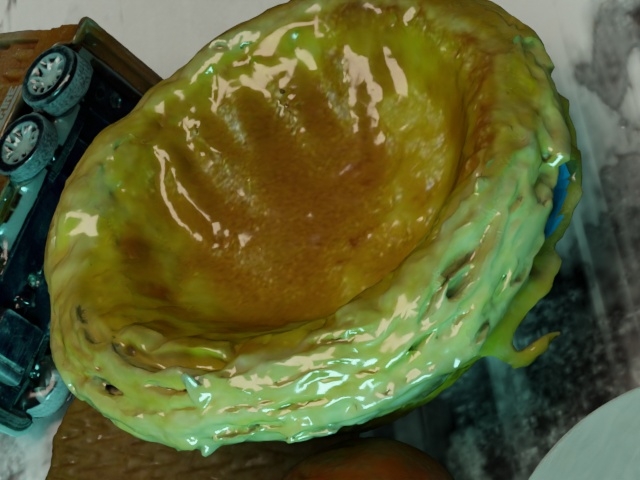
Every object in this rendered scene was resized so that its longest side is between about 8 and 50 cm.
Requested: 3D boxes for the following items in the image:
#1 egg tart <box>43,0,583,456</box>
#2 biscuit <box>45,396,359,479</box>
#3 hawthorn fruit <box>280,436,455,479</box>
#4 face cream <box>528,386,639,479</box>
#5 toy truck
[{"bbox_3d":[0.000,0.000,1.316,0.387,0.169,0.388,-14,46,15],"label":"egg tart"},{"bbox_3d":[-0.083,0.157,1.399,0.262,0.037,0.262,-16,57,27],"label":"biscuit"},{"bbox_3d":[0.025,0.201,1.219,0.149,0.149,0.189,-34,9,14],"label":"hawthorn fruit"},{"bbox_3d":[0.228,0.203,1.063,0.218,0.179,0.218,-16,57,27],"label":"face cream"},{"bbox_3d":[-0.241,-0.013,1.541,0.162,0.136,0.305,6,66,44],"label":"toy truck"}]
